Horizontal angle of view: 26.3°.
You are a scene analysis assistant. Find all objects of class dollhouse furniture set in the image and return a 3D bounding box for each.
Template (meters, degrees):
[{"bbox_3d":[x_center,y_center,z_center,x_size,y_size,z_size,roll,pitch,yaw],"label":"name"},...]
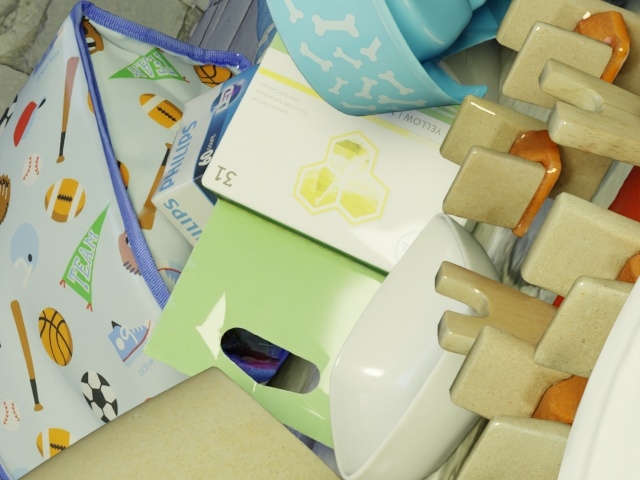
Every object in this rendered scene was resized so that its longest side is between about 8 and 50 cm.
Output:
[{"bbox_3d":[0.158,-0.036,0.598,0.262,0.135,0.259,-85,16,-55],"label":"dollhouse furniture set"}]

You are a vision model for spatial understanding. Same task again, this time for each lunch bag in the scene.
[{"bbox_3d":[-0.172,0.048,1.226,0.328,0.239,0.385,-49,44,35],"label":"lunch bag"}]

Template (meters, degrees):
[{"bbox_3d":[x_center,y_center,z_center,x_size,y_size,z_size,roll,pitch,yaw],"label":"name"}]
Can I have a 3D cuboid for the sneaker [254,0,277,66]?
[{"bbox_3d":[0.025,-0.234,1.139,0.330,0.130,0.147,-23,76,58],"label":"sneaker"}]

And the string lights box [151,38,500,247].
[{"bbox_3d":[0.004,-0.095,1.031,0.260,0.077,0.133,-24,34,28],"label":"string lights box"}]

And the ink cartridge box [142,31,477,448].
[{"bbox_3d":[0.000,0.000,0.891,0.235,0.171,0.056,-63,-13,-7],"label":"ink cartridge box"}]

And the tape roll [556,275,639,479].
[{"bbox_3d":[0.177,0.061,0.354,0.286,0.100,0.286,-54,18,27],"label":"tape roll"}]

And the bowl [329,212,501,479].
[{"bbox_3d":[0.062,0.070,0.792,0.142,0.053,0.142,-56,17,20],"label":"bowl"}]

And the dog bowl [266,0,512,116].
[{"bbox_3d":[0.050,-0.173,0.827,0.074,0.166,0.297,-18,18,27],"label":"dog bowl"}]

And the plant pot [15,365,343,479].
[{"bbox_3d":[-0.108,0.217,0.805,0.274,0.256,0.256,-48,14,-9],"label":"plant pot"}]
